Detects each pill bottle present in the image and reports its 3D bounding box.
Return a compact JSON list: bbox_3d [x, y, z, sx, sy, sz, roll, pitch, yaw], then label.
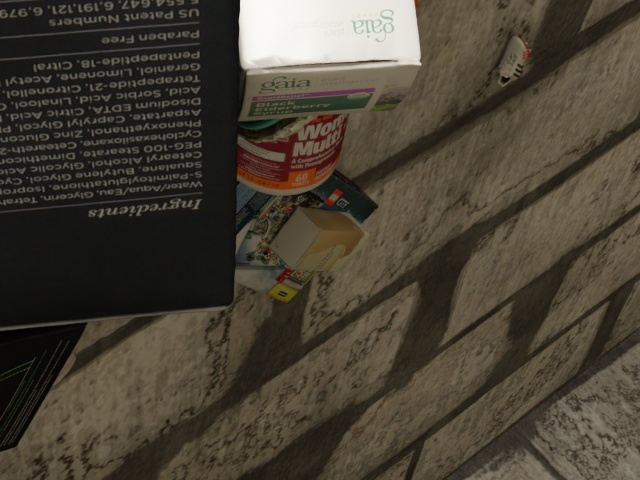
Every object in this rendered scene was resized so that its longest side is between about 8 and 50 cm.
[{"bbox_3d":[-0.027,-0.152,1.350,0.121,0.121,0.221,-32,154,-29],"label":"pill bottle"}]

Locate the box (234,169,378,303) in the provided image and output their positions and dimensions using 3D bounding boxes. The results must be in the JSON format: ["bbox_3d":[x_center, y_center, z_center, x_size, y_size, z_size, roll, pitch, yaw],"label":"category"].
[{"bbox_3d":[-0.039,-0.018,1.651,0.159,0.044,0.233,-48,157,5],"label":"box"}]

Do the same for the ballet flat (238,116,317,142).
[{"bbox_3d":[0.020,-0.162,0.902,0.077,0.091,0.241,27,86,-59],"label":"ballet flat"}]

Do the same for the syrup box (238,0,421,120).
[{"bbox_3d":[-0.010,-0.189,0.810,0.093,0.236,0.096,-5,171,-7],"label":"syrup box"}]

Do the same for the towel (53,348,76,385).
[{"bbox_3d":[-0.352,0.141,1.389,0.282,0.049,0.187,-36,156,-21],"label":"towel"}]

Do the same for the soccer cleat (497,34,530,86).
[{"bbox_3d":[0.229,-0.214,1.795,0.035,0.029,0.083,-42,162,-18],"label":"soccer cleat"}]

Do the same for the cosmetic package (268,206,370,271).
[{"bbox_3d":[0.000,0.000,1.634,0.060,0.041,0.115,-53,156,18],"label":"cosmetic package"}]

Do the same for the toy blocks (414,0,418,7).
[{"bbox_3d":[0.102,-0.267,1.460,0.123,0.054,0.148,-44,158,-3],"label":"toy blocks"}]

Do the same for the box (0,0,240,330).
[{"bbox_3d":[-0.161,-0.175,0.794,0.212,0.293,0.395,-6,147,-7],"label":"box"}]

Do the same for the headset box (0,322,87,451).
[{"bbox_3d":[-0.347,0.039,0.977,0.283,0.246,0.131,-10,140,-52],"label":"headset box"}]
